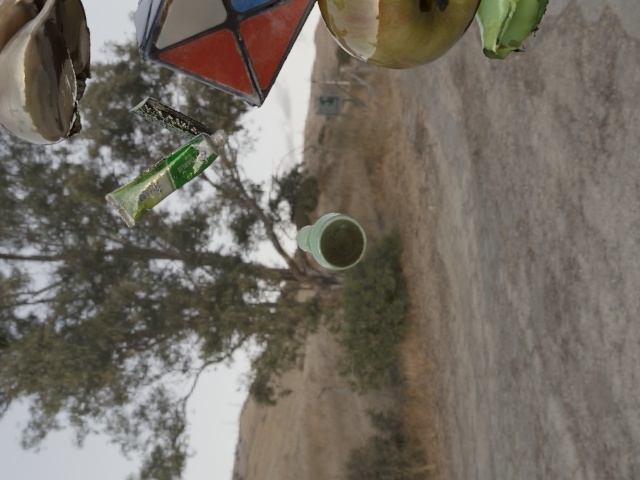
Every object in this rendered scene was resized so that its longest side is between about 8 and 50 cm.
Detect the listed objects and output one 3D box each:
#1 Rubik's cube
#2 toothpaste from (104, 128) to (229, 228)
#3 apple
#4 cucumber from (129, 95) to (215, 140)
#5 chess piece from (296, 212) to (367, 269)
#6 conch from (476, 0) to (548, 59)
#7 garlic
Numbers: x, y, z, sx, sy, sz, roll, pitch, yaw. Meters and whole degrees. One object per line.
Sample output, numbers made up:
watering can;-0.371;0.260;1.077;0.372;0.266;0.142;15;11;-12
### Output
Rubik's cube;-0.214;-0.517;1.439;0.307;0.305;0.310;-60;31;25
toothpaste;-0.271;-0.121;1.193;0.078;0.248;0.047;54;-175;-16
apple;0.107;-0.388;0.965;0.234;0.257;0.257;49;149;41
cucumber;-0.455;-0.370;2.055;0.077;0.265;0.077;-51;23;32
chess piece;0.000;0.000;1.675;0.271;0.139;0.139;-177;90;-66
conch;0.317;-0.412;1.086;0.143;0.137;0.251;20;-122;-66
garlic;-0.431;-0.279;1.023;0.237;0.210;0.292;-51;-13;-23
